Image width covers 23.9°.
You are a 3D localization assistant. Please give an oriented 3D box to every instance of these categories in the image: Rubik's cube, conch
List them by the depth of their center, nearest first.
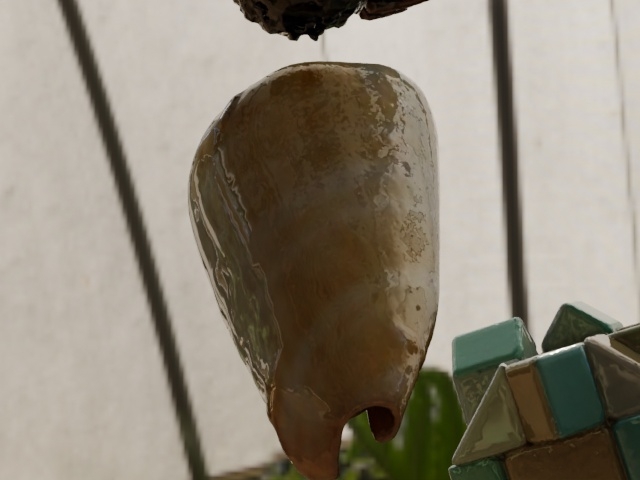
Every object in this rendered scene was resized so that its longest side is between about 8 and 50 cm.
[{"bbox_3d":[-0.008,-0.008,0.784,0.158,0.255,0.127,-36,-59,20],"label":"conch"},{"bbox_3d":[0.221,0.146,1.141,0.224,0.213,0.265,-21,-9,27],"label":"Rubik's cube"}]

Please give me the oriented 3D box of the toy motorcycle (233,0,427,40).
[{"bbox_3d":[0.105,-0.258,0.925,0.401,0.207,0.134,-20,-20,-16],"label":"toy motorcycle"}]
